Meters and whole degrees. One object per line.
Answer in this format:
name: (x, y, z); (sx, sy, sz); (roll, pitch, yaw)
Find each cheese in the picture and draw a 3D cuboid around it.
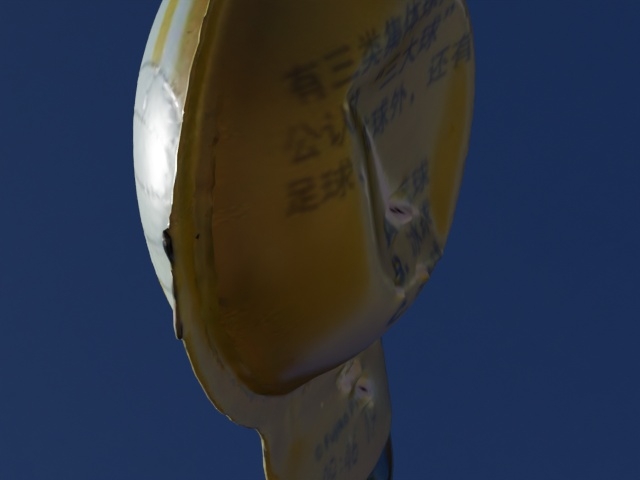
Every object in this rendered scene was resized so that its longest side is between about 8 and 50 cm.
cheese: (0.000, 0.000, 0.550); (0.069, 0.177, 0.270); (9, -56, 21)
